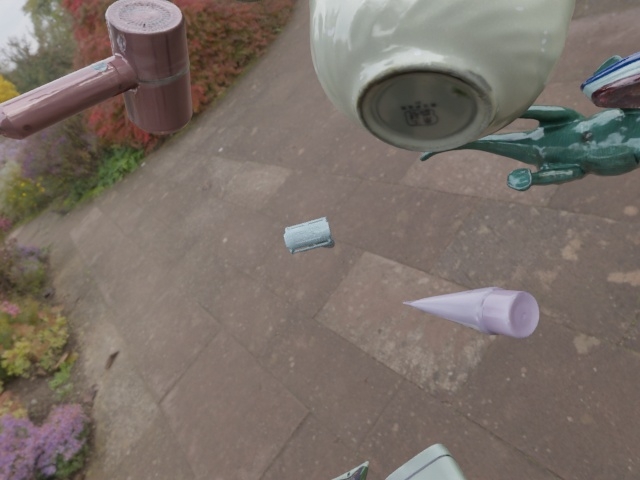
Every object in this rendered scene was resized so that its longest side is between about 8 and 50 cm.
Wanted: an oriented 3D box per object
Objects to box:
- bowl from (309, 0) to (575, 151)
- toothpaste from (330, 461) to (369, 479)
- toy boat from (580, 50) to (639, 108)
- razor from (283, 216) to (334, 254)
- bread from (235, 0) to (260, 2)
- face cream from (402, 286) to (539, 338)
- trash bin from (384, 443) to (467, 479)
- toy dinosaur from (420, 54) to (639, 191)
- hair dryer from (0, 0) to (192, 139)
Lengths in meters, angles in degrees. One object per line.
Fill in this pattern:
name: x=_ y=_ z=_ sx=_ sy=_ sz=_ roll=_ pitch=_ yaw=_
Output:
bowl: x=0.113 y=-0.188 z=0.477 sx=0.277 sy=0.277 sz=0.145 roll=-11 pitch=59 yaw=41
toothpaste: x=0.033 y=0.478 z=0.778 sx=0.099 sy=0.061 sz=0.392 roll=-30 pitch=-5 yaw=6
toy boat: x=0.352 y=-0.148 z=0.399 sx=0.229 sy=0.080 sz=0.046 roll=0 pitch=40 yaw=37
razor: x=0.000 y=0.000 z=0.702 sx=0.068 sy=0.135 sz=0.040 roll=-14 pitch=80 yaw=14
bread: x=-0.121 y=-0.533 z=0.803 sx=0.228 sy=0.228 sz=0.033 roll=-32 pitch=-6 yaw=20
face cream: x=0.318 y=0.142 z=0.979 sx=0.274 sy=0.154 sz=0.096 roll=-2 pitch=92 yaw=62
trash bin: x=0.163 y=0.375 z=0.648 sx=0.116 sy=0.059 sz=0.130 roll=-37 pitch=27 yaw=2
toy dinosaur: x=0.387 y=-0.120 z=0.610 sx=0.384 sy=0.331 sz=0.129 roll=0 pitch=89 yaw=50
hair dryer: x=-0.370 y=-0.244 z=0.771 sx=0.125 sy=0.210 sz=0.352 roll=36 pitch=54 yaw=17
